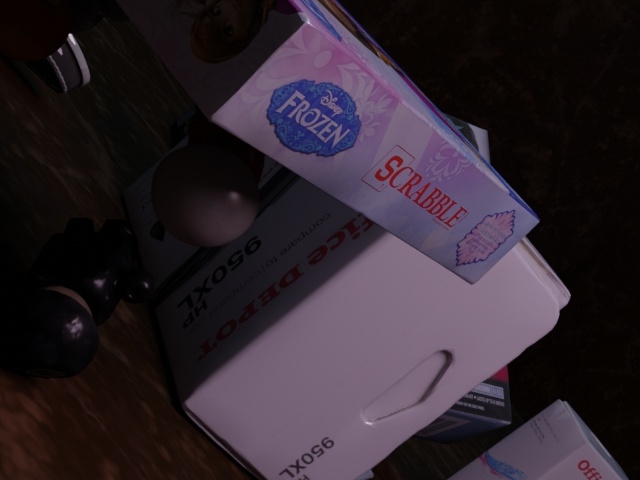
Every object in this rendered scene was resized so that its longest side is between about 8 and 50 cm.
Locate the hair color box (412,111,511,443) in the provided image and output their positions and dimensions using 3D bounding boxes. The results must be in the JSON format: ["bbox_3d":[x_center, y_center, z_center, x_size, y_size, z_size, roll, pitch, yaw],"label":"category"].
[{"bbox_3d":[0.104,0.029,1.480,0.185,0.114,0.374,17,59,-36],"label":"hair color box"}]

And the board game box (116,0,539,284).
[{"bbox_3d":[-0.039,-0.138,0.748,0.318,0.066,0.318,51,11,29],"label":"board game box"}]

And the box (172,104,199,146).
[{"bbox_3d":[-0.124,-0.085,1.776,0.183,0.059,0.232,49,6,-19],"label":"box"}]

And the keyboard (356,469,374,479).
[{"bbox_3d":[0.006,0.209,1.260,0.072,0.014,0.256,58,8,14],"label":"keyboard"}]

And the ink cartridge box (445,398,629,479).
[{"bbox_3d":[0.236,0.302,1.439,0.154,0.212,0.093,48,7,-30],"label":"ink cartridge box"}]

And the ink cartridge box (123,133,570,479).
[{"bbox_3d":[0.000,0.000,1.141,0.166,0.285,0.395,46,8,-30],"label":"ink cartridge box"}]

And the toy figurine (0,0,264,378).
[{"bbox_3d":[-0.151,-0.050,0.747,0.209,0.213,0.148,46,24,-16],"label":"toy figurine"}]

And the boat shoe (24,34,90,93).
[{"bbox_3d":[-0.312,-0.225,1.219,0.227,0.068,0.081,52,-29,-14],"label":"boat shoe"}]
